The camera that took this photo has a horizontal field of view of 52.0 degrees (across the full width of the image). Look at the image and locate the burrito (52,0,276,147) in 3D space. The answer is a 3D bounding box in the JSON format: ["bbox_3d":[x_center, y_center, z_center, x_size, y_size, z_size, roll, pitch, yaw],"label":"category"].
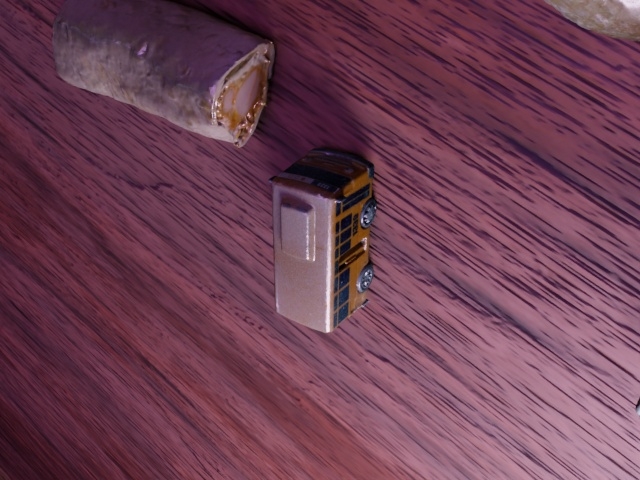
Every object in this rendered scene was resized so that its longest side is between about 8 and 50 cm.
[{"bbox_3d":[-0.198,-0.211,0.772,0.299,0.105,0.143,25,131,25],"label":"burrito"}]

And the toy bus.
[{"bbox_3d":[0.000,0.000,0.724,0.091,0.103,0.182,19,124,30],"label":"toy bus"}]

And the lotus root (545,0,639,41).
[{"bbox_3d":[0.171,-0.256,0.402,0.175,0.175,0.349,-29,97,44],"label":"lotus root"}]

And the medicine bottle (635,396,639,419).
[{"bbox_3d":[0.380,0.172,0.526,0.229,0.083,0.121,29,131,25],"label":"medicine bottle"}]
